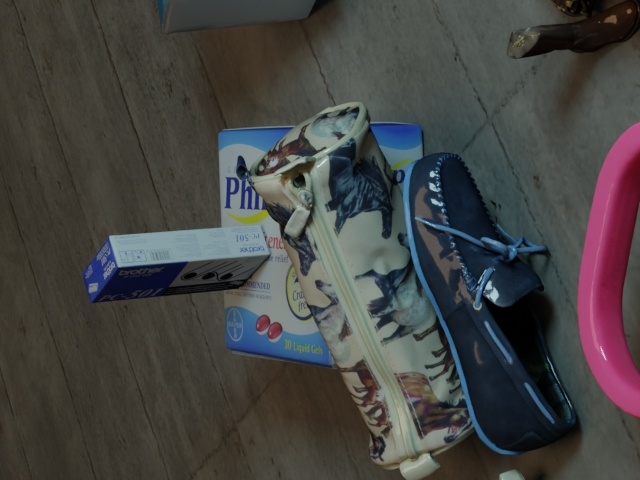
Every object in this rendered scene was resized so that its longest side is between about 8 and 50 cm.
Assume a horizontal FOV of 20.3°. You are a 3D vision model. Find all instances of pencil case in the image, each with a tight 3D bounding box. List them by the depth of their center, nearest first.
[{"bbox_3d":[0.056,0.060,2.011,0.160,0.183,0.410,-15,107,31],"label":"pencil case"}]

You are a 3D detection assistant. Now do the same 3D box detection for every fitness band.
[{"bbox_3d":[0.325,0.027,1.674,0.209,0.054,0.291,33,120,53],"label":"fitness band"}]

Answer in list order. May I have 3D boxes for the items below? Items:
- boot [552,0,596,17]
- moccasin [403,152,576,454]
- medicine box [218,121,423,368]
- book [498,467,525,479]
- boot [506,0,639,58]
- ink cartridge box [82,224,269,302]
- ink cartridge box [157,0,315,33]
[{"bbox_3d":[0.290,-0.325,1.802,0.263,0.091,0.229,53,142,43],"label":"boot"},{"bbox_3d":[0.199,0.059,1.956,0.116,0.137,0.342,-19,95,41],"label":"moccasin"},{"bbox_3d":[0.000,0.000,2.228,0.263,0.149,0.289,3,97,58],"label":"medicine box"},{"bbox_3d":[0.232,0.337,1.980,0.096,0.035,0.144,93,155,-56],"label":"book"},{"bbox_3d":[0.256,-0.214,1.822,0.106,0.114,0.037,-38,62,54],"label":"boot"},{"bbox_3d":[-0.175,0.028,2.174,0.097,0.207,0.046,-47,55,50],"label":"ink cartridge box"},{"bbox_3d":[-0.119,-0.425,2.273,0.197,0.198,0.270,134,128,-80],"label":"ink cartridge box"}]
